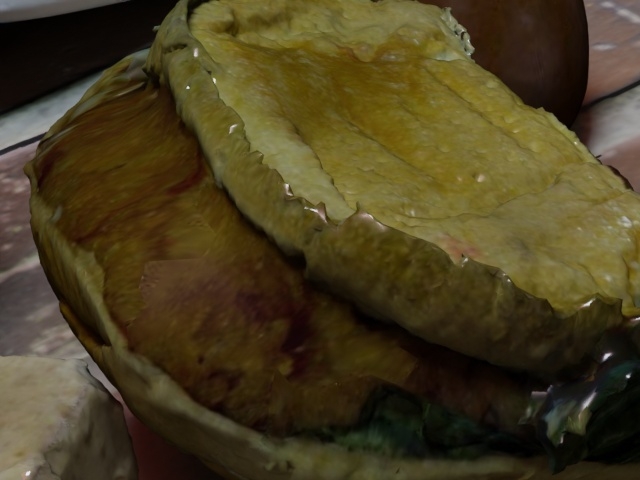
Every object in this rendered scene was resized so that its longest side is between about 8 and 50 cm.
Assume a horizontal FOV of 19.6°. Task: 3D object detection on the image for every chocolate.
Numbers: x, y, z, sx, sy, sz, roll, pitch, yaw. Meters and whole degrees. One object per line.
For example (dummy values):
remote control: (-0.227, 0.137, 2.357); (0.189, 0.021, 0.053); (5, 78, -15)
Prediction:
chocolate: (0.068, -0.101, 0.898); (0.124, 0.133, 0.127); (-36, 37, -24)

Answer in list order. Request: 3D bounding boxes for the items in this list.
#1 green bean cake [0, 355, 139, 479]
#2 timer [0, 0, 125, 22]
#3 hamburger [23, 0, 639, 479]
green bean cake: (-0.157, 0.105, 0.698); (0.179, 0.109, 0.085); (0, 36, 22)
timer: (-0.193, -0.197, 1.122); (0.237, 0.087, 0.262); (19, 27, 38)
hamburger: (0.000, 0.000, 0.705); (0.211, 0.132, 0.309); (2, 32, -26)
